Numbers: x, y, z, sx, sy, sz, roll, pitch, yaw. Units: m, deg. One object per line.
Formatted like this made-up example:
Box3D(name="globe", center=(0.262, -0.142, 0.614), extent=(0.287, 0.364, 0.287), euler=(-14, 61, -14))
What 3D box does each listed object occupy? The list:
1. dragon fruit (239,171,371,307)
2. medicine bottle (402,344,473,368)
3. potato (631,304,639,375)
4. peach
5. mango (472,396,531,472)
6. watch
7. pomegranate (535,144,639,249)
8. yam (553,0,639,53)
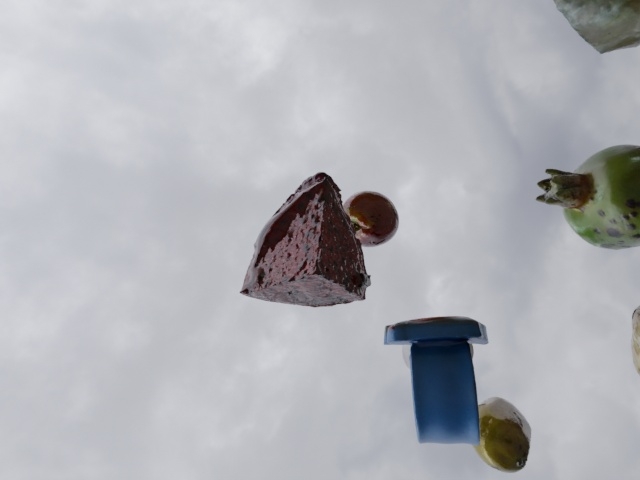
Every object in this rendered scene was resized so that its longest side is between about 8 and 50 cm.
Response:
Box3D(name="dragon fruit", center=(0.000, 0.000, 1.003), extent=(0.303, 0.240, 0.329), euler=(13, -97, -20))
Box3D(name="medicine bottle", center=(0.434, 0.409, 1.567), extent=(0.237, 0.139, 0.139), euler=(5, -98, -20))
Box3D(name="potato", center=(0.500, 0.155, 0.612), extent=(0.107, 0.080, 0.170), euler=(-67, -37, -46))
Box3D(name="peach", center=(0.162, -0.068, 1.337), extent=(0.198, 0.197, 0.197), euler=(3, -97, -27))
Box3D(name="mango", center=(0.482, 0.509, 1.140), extent=(0.262, 0.167, 0.129), euler=(-4, -56, -60))
Box3D(name="watch", center=(0.278, 0.327, 0.995), extent=(0.242, 0.305, 0.274), euler=(-7, -113, 15))
Box3D(name="pomegranate", center=(0.420, -0.064, 0.615), extent=(0.205, 0.159, 0.159), euler=(6, -99, -7))
Box3D(name="yam", center=(0.335, -0.247, 0.274), extent=(0.133, 0.330, 0.133), euler=(23, -120, -46))
